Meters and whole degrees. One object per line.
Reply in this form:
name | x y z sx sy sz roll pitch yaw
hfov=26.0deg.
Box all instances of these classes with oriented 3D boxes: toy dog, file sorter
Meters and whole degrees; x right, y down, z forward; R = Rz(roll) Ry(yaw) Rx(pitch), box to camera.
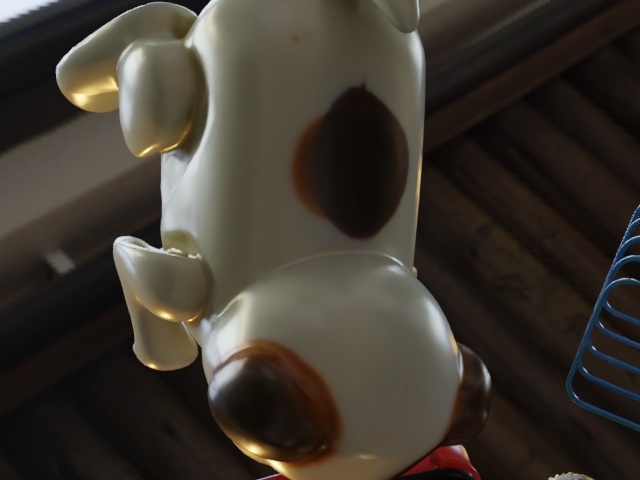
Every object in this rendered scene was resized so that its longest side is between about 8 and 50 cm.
toy dog | 0.000 0.000 1.129 0.285 0.395 0.407 6 -115 -42
file sorter | 0.259 0.056 1.034 0.104 0.118 0.170 23 -152 11

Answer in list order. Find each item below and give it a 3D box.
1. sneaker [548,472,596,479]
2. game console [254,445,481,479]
sneaker | 0.185 0.279 1.205 0.070 0.185 0.084 32 -147 -15
game console | -0.008 0.379 1.407 0.342 0.386 0.060 -8 -147 -22
